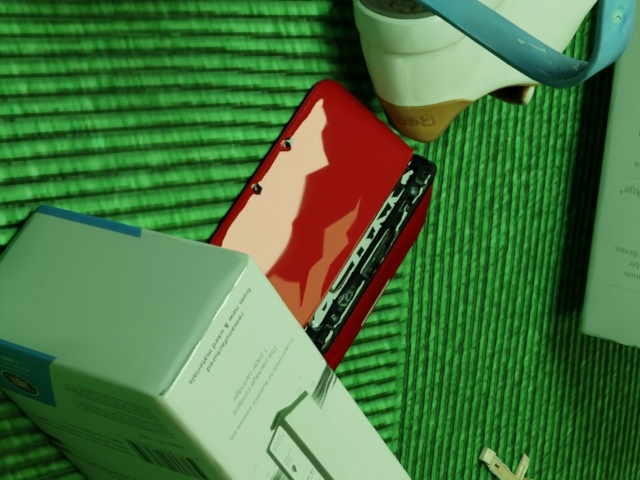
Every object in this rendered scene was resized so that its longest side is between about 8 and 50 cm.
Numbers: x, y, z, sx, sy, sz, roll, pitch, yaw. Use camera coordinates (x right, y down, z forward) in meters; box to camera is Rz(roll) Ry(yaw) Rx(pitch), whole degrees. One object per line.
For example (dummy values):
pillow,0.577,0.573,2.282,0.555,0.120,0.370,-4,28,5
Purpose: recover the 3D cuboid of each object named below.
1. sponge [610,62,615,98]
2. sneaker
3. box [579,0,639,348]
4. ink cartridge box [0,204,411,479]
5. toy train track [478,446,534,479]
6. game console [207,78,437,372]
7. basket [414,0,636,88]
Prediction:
sponge,0.264,-0.106,1.276,0.117,0.031,0.210,-22,117,-46
sneaker,0.128,-0.165,1.049,0.290,0.106,0.123,-37,138,-29
box,0.335,-0.083,1.172,0.168,0.215,0.345,-6,106,-49
ink cartridge box,-0.065,0.086,0.835,0.086,0.148,0.203,-59,140,-24
toy train track,0.140,0.174,1.223,0.083,0.014,0.048,46,65,-47
game console,0.000,0.000,0.998,0.144,0.085,0.124,-57,169,-22
basket,0.028,-0.227,0.713,0.201,0.289,0.254,-28,141,-33
